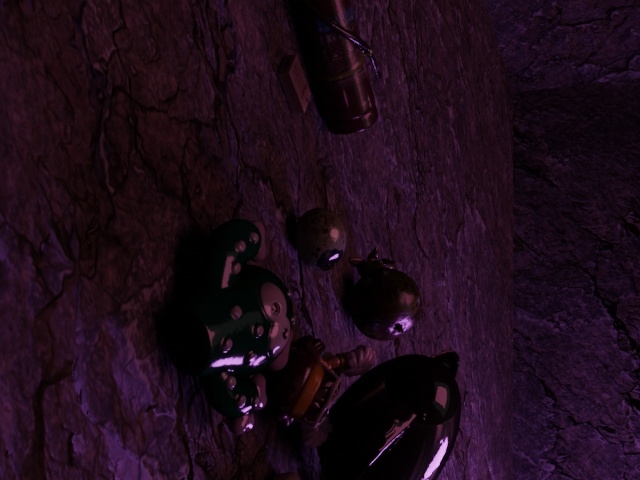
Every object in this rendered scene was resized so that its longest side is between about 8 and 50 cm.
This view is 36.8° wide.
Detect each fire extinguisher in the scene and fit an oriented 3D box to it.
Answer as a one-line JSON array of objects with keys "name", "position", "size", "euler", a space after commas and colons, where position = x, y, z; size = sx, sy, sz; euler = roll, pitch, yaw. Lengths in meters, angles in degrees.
[{"name": "fire extinguisher", "position": [0.030, -0.359, 1.655], "size": [0.141, 0.105, 0.341], "euler": [-35, 126, -30]}]

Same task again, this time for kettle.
[{"name": "kettle", "position": [0.107, 0.277, 1.483], "size": [0.271, 0.251, 0.207], "euler": [116, -38, -48]}]

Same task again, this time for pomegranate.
[{"name": "pomegranate", "position": [0.121, 0.101, 1.800], "size": [0.148, 0.149, 0.169], "euler": [48, 36, -60]}]

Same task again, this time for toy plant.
[{"name": "toy plant", "position": [-0.101, 0.101, 1.210], "size": [0.243, 0.113, 0.232], "euler": [-61, 140, -48]}]

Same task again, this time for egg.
[{"name": "egg", "position": [0.000, 0.000, 1.551], "size": [0.085, 0.085, 0.110], "euler": [-51, 144, -62]}]

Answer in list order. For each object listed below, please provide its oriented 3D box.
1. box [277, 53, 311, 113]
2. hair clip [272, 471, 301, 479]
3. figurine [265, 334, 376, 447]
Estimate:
[{"name": "box", "position": [-0.042, -0.256, 1.574], "size": [0.053, 0.024, 0.083], "euler": [-73, 153, -44]}, {"name": "hair clip", "position": [-0.062, 0.404, 1.339], "size": [0.218, 0.071, 0.159], "euler": [-71, 148, -56]}, {"name": "figurine", "position": [-0.012, 0.209, 1.420], "size": [0.174, 0.116, 0.240], "euler": [-59, 165, 2]}]
